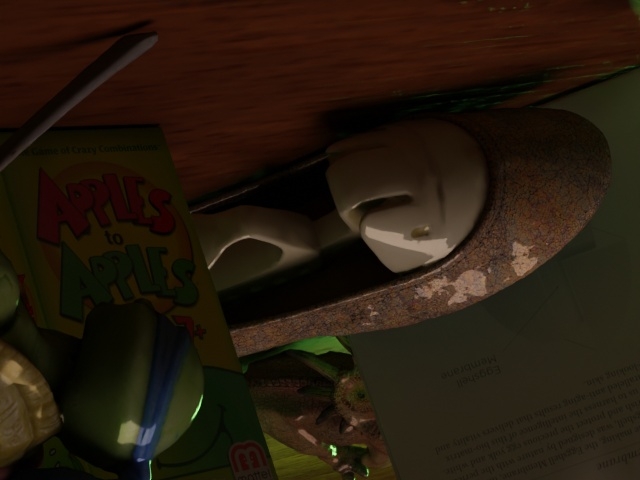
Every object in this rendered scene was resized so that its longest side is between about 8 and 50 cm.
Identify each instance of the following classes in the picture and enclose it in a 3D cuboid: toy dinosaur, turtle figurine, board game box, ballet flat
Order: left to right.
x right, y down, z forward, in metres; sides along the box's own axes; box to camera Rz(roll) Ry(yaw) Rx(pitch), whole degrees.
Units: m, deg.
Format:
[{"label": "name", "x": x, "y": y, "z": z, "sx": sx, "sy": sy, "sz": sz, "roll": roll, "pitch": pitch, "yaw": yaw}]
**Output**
[{"label": "turtle figurine", "x": -0.168, "y": -0.030, "z": 0.464, "sx": 0.266, "sy": 0.275, "sz": 0.198, "roll": 5, "pitch": -178, "yaw": -13}, {"label": "board game box", "x": -0.090, "y": 0.041, "z": 0.645, "sx": 0.092, "sy": 0.181, "sz": 0.043, "roll": -6, "pitch": 160, "yaw": -41}, {"label": "ballet flat", "x": 0.000, "y": 0.000, "z": 0.778, "sx": 0.316, "sy": 0.108, "sz": 0.106, "roll": -23, "pitch": 155, "yaw": 10}, {"label": "toy dinosaur", "x": 0.006, "y": 0.126, "z": 1.200, "sx": 0.295, "sy": 0.127, "sz": 0.200, "roll": -14, "pitch": 162, "yaw": 29}]

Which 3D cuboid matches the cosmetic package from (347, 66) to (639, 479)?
[{"label": "cosmetic package", "x": 0.134, "y": 0.051, "z": 0.878, "sx": 0.224, "sy": 0.225, "sz": 0.138, "roll": -20, "pitch": 165, "yaw": 4}]
